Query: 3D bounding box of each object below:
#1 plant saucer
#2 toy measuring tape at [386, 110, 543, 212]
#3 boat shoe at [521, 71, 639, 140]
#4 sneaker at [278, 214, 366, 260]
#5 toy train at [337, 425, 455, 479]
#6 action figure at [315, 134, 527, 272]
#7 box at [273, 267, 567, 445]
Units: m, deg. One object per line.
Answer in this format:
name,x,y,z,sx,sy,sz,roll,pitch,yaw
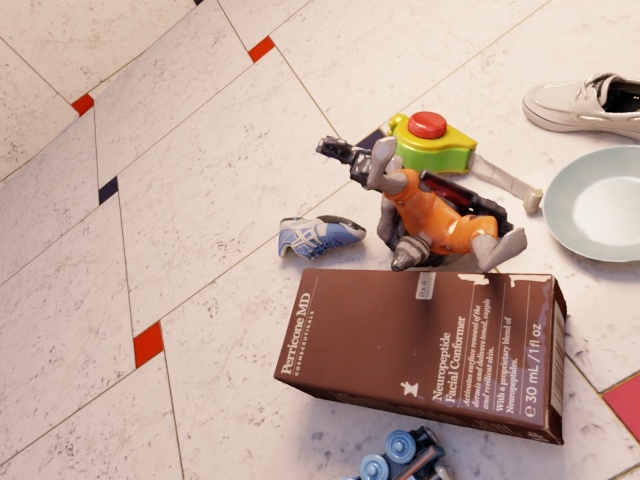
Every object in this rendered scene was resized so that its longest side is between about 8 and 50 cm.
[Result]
plant saucer,0.430,-0.049,0.676,0.195,0.037,0.194,-16,54,24
toy measuring tape,0.220,-0.137,0.819,0.121,0.121,0.330,-44,53,2
boat shoe,0.447,-0.220,0.738,0.268,0.088,0.096,34,84,42
sneaker,0.000,0.000,0.911,0.211,0.080,0.081,-4,66,43
toy train,0.098,0.338,0.628,0.184,0.080,0.105,-42,57,2
action figure,0.116,-0.039,0.696,0.342,0.330,0.178,25,87,10
box,0.137,0.151,0.678,0.382,0.143,0.191,-3,61,34
